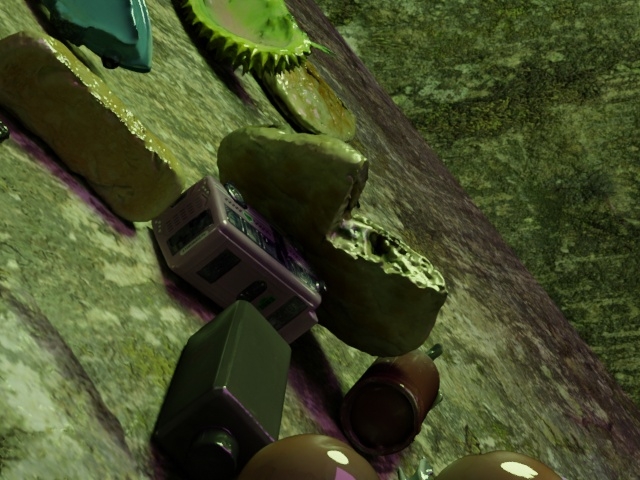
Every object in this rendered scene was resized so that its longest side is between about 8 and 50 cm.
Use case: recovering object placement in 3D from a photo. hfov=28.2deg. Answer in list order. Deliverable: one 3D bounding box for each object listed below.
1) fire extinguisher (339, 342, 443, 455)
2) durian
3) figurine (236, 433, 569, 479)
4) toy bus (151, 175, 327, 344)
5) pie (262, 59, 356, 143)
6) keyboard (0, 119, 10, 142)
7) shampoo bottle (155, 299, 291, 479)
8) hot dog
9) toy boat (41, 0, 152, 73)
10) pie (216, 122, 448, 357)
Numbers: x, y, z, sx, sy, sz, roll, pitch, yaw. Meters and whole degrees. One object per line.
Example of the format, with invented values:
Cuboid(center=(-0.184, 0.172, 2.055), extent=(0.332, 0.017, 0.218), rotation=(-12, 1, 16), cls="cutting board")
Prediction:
Cuboid(center=(0.099, 0.184, 1.567), extent=(0.105, 0.105, 0.269), rotation=(54, 13, 3), cls="fire extinguisher")
Cuboid(center=(-0.133, -0.388, 2.113), extent=(0.157, 0.169, 0.355), rotation=(38, 18, -54), cls="durian")
Cuboid(center=(0.110, 0.278, 1.082), extent=(0.388, 0.277, 0.248), rotation=(6, 83, -68), cls="figurine")
Cuboid(center=(-0.082, 0.025, 1.374), extent=(0.199, 0.096, 0.108), rotation=(41, 17, -40), cls="toy bus")
Cuboid(center=(-0.046, -0.306, 2.397), extent=(0.339, 0.077, 0.339), rotation=(48, 14, -17), cls="pie")
Cuboid(center=(-0.366, -0.182, 1.116), extent=(0.250, 0.017, 0.087), rotation=(52, 12, -7), cls="keyboard")
Cuboid(center=(-0.083, 0.138, 1.118), extent=(0.079, 0.080, 0.246), rotation=(48, 13, -13), cls="shampoo bottle")
Cuboid(center=(-0.233, -0.117, 1.261), extent=(0.242, 0.084, 0.073), rotation=(44, 12, -31), cls="hot dog")
Cuboid(center=(-0.282, -0.292, 1.524), extent=(0.238, 0.109, 0.098), rotation=(49, -12, 7), cls="toy boat")
Cuboid(center=(0.000, 0.000, 1.485), extent=(0.337, 0.075, 0.337), rotation=(34, -32, 25), cls="pie")
